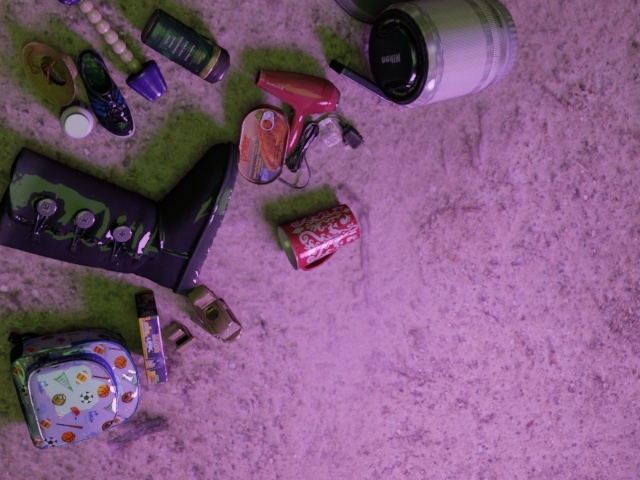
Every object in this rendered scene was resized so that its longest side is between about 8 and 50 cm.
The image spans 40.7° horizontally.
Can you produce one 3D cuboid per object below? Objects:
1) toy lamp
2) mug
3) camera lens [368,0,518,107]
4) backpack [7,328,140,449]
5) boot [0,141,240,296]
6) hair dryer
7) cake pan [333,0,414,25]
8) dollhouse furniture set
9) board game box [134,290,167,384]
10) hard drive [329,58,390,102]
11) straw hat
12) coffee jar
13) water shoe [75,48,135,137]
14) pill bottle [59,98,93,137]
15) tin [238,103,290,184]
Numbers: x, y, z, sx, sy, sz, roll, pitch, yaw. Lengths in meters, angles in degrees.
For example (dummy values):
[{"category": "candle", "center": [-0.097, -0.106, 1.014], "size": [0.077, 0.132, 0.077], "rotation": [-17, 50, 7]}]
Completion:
[{"category": "toy lamp", "center": [-0.417, -0.403, 1.760], "size": [0.080, 0.080, 0.275], "rotation": [-40, 117, 0]}, {"category": "mug", "center": [-0.004, -0.009, 2.040], "size": [0.169, 0.150, 0.113], "rotation": [-24, 79, -12]}, {"category": "camera lens", "center": [0.258, -0.413, 1.860], "size": [0.274, 0.219, 0.219], "rotation": [-17, 115, -30]}, {"category": "backpack", "center": [-0.541, 0.323, 1.935], "size": [0.263, 0.213, 0.276], "rotation": [-16, 111, -22]}, {"category": "boot", "center": [-0.432, -0.105, 1.847], "size": [0.445, 0.146, 0.367], "rotation": [20, 97, -16]}, {"category": "hair dryer", "center": [-0.047, -0.265, 1.927], "size": [0.223, 0.080, 0.293], "rotation": [-35, 116, -2]}, {"category": "cake pan", "center": [0.147, -0.612, 1.871], "size": [0.293, 0.054, 0.293], "rotation": [-6, 111, -15]}, {"category": "dollhouse furniture set", "center": [-0.280, 0.204, 1.964], "size": [0.161, 0.182, 0.101], "rotation": [-36, 72, -1]}, {"category": "board game box", "center": [-0.388, 0.220, 1.970], "size": [0.048, 0.141, 0.170], "rotation": [-9, 113, -14]}, {"category": "hard drive", "center": [0.090, -0.357, 1.926], "size": [0.135, 0.094, 0.022], "rotation": [25, 103, -24]}, {"category": "straw hat", "center": [-0.531, -0.349, 1.749], "size": [0.061, 0.144, 0.144], "rotation": [-45, 125, -43]}, {"category": "coffee jar", "center": [-0.277, -0.401, 1.794], "size": [0.184, 0.096, 0.079], "rotation": [28, 102, -24]}, {"category": "water shoe", "center": [-0.449, -0.296, 1.789], "size": [0.073, 0.080, 0.203], "rotation": [-28, 116, -5]}, {"category": "pill bottle", "center": [-0.501, -0.247, 1.769], "size": [0.067, 0.120, 0.067], "rotation": [-6, 111, -15]}, {"category": "tin", "center": [-0.127, -0.213, 1.917], "size": [0.106, 0.040, 0.190], "rotation": [9, 123, -7]}]
